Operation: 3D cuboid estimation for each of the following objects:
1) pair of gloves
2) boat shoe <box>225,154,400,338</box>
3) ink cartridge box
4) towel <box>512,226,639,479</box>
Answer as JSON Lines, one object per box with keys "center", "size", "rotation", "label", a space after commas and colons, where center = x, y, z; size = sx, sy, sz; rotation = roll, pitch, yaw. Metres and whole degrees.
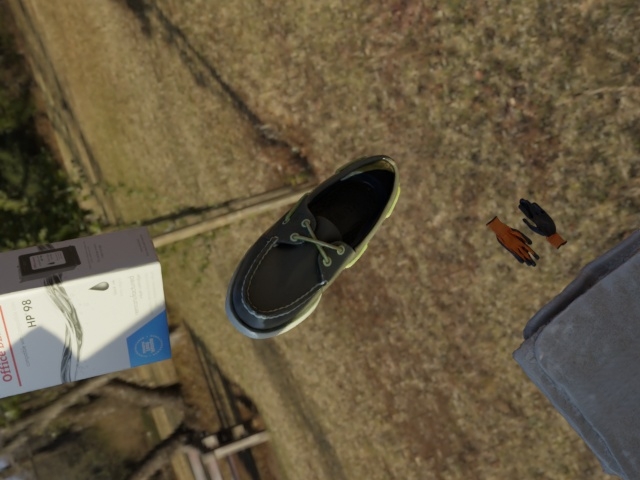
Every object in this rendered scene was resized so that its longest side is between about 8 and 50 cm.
{"center": [0.240, -0.010, 1.039], "size": [0.074, 0.083, 0.010], "rotation": [50, 148, 16], "label": "pair of gloves"}
{"center": [-0.004, -0.003, 1.089], "size": [0.109, 0.305, 0.091], "rotation": [41, 142, 3], "label": "boat shoe"}
{"center": [-0.217, 0.061, 0.722], "size": [0.060, 0.180, 0.104], "rotation": [-122, 25, -50], "label": "ink cartridge box"}
{"center": [0.317, 0.070, 0.751], "size": [0.187, 0.282, 0.049], "rotation": [50, -172, -10], "label": "towel"}
